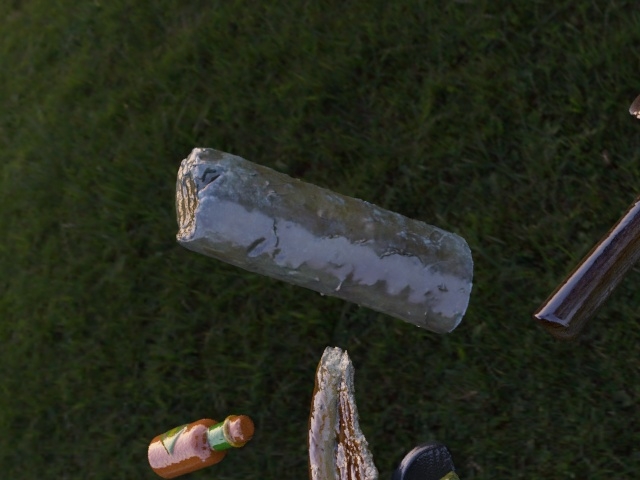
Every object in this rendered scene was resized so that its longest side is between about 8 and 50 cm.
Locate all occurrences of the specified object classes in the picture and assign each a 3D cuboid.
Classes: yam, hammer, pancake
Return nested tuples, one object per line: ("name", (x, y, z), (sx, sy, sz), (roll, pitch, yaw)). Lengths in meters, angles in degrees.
("yam", (0.000, 0.000, 0.837), (0.093, 0.259, 0.093), (-161, 90, -76))
("hammer", (0.439, -0.014, 1.343), (0.409, 0.242, 0.095), (-46, 19, -18))
("pancake", (0.037, 0.336, 1.644), (0.244, 0.057, 0.266), (-135, 47, -60))

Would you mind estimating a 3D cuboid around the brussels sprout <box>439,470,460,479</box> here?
("brussels sprout", (0.271, 0.502, 1.227), (0.425, 0.342, 0.361), (10, 119, 13))

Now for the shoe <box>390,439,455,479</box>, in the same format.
("shoe", (0.155, 0.434, 1.639), (0.093, 0.108, 0.241), (-143, 49, -62))

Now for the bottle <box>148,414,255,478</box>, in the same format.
("bottle", (-0.165, 0.287, 1.403), (0.187, 0.069, 0.069), (-26, 66, 36))
